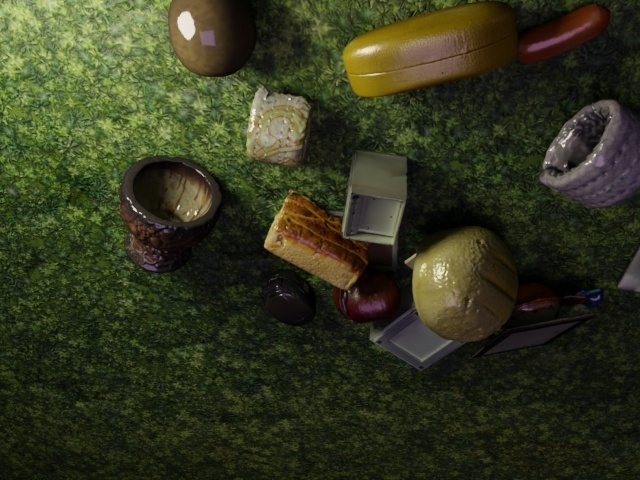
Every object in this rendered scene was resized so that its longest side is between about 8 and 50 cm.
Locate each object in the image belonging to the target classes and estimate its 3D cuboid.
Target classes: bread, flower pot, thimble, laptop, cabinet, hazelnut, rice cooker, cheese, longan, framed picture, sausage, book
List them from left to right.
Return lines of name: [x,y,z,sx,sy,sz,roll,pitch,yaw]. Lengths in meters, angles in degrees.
flower pot: [-0.428,-0.058,1.583,0.267,0.266,0.267,23,138,-9]
longan: [-0.241,-0.459,1.268,0.198,0.198,0.212,20,129,-7]
thimble: [-0.100,-0.280,1.420,0.144,0.137,0.190,12,114,2]
rice cooker: [-0.099,0.179,1.789,0.142,0.118,0.203,-26,121,26]
bread: [0.000,0.000,1.572,0.275,0.184,0.114,30,130,-13]
framed picture: [0.092,-0.001,1.683,0.275,0.017,0.217,4,128,6]
hazelnut: [0.142,0.158,1.703,0.204,0.178,0.178,6,137,46]
cabinet: [0.136,-0.113,1.466,0.150,0.206,0.145,10,129,1]
book: [0.317,0.075,1.708,0.111,0.014,0.077,38,122,-20]
bread: [0.391,0.115,1.548,0.237,0.320,0.320,-18,124,39]
framed picture: [0.611,0.284,1.682,0.265,0.016,0.347,-10,157,-5]
cheese: [0.651,0.191,1.669,0.330,0.129,0.217,-11,159,1]
sausage: [0.519,-0.443,1.232,0.198,0.076,0.076,-20,122,22]
thimble: [0.646,-0.191,1.320,0.157,0.217,0.245,26,141,-11]
laptop: [0.967,0.050,1.587,0.188,0.015,0.269,9,129,1]

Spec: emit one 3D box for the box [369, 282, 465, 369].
box: [0.313,0.276,1.801,0.225,0.117,0.225,33,126,-17]

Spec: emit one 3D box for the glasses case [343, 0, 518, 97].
glasses case: [0.230,-0.417,1.233,0.372,0.173,0.141,-10,122,16]
